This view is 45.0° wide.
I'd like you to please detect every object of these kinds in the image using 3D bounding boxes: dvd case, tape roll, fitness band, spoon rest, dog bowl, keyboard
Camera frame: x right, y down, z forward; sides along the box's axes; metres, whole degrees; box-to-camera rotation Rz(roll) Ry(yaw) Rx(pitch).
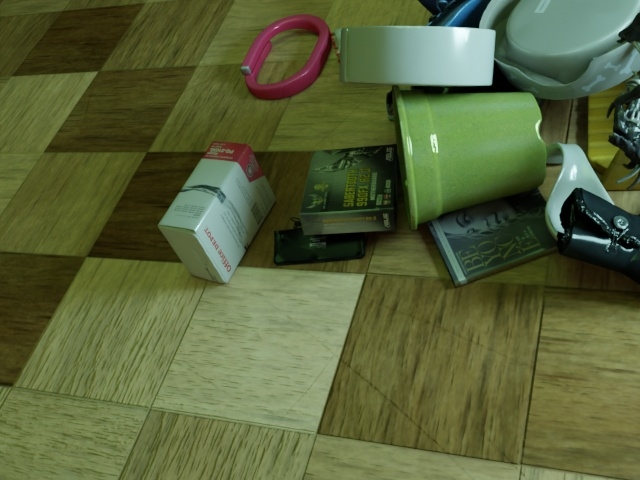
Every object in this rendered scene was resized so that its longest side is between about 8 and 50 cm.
[{"bbox_3d":[0.327,-0.014,1.439,0.221,0.018,0.164,-20,46,4],"label":"dvd case"},{"bbox_3d":[0.175,-0.338,1.423,0.286,0.100,0.286,1,13,0],"label":"tape roll"},{"bbox_3d":[-0.085,-0.476,1.981,0.209,0.054,0.291,3,53,23],"label":"fitness band"},{"bbox_3d":[0.458,-0.085,1.395,0.137,0.084,0.276,2,47,-4],"label":"spoon rest"},{"bbox_3d":[0.484,-0.409,1.465,0.349,0.102,0.349,-18,45,19],"label":"dog bowl"},{"bbox_3d":[0.000,0.000,1.554,0.192,0.038,0.100,-4,73,17],"label":"keyboard"}]

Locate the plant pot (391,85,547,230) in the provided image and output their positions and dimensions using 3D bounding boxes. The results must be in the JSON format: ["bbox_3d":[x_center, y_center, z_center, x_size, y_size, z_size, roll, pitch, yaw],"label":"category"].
[{"bbox_3d":[0.275,-0.169,1.442,0.254,0.276,0.276,-7,48,4],"label":"plant pot"}]

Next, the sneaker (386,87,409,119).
[{"bbox_3d":[0.173,-0.326,1.737,0.038,0.069,0.098,6,53,25],"label":"sneaker"}]

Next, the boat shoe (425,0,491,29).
[{"bbox_3d":[0.255,-0.448,1.620,0.258,0.109,0.089,-36,44,-15],"label":"boat shoe"}]

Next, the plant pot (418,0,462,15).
[{"bbox_3d":[0.364,-0.626,1.747,0.212,0.236,0.236,5,84,36],"label":"plant pot"}]

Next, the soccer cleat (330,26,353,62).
[{"bbox_3d":[0.074,-0.475,1.912,0.076,0.068,0.196,-15,44,4],"label":"soccer cleat"}]

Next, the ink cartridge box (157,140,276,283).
[{"bbox_3d":[-0.206,-0.058,1.578,0.100,0.172,0.237,9,55,28],"label":"ink cartridge box"}]

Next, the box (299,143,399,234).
[{"bbox_3d":[0.064,-0.106,1.557,0.183,0.056,0.231,-2,38,11],"label":"box"}]

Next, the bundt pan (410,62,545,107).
[{"bbox_3d":[0.349,-0.353,1.656,0.331,0.124,0.331,-11,48,12],"label":"bundt pan"}]

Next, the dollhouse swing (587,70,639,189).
[{"bbox_3d":[0.643,-0.319,1.389,0.315,0.305,0.347,-1,51,20],"label":"dollhouse swing"}]

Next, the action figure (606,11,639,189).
[{"bbox_3d":[0.538,-0.222,1.229,0.141,0.164,0.275,0,81,50],"label":"action figure"}]

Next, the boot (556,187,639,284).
[{"bbox_3d":[0.517,-0.045,1.289,0.207,0.094,0.246,26,66,4],"label":"boot"}]
